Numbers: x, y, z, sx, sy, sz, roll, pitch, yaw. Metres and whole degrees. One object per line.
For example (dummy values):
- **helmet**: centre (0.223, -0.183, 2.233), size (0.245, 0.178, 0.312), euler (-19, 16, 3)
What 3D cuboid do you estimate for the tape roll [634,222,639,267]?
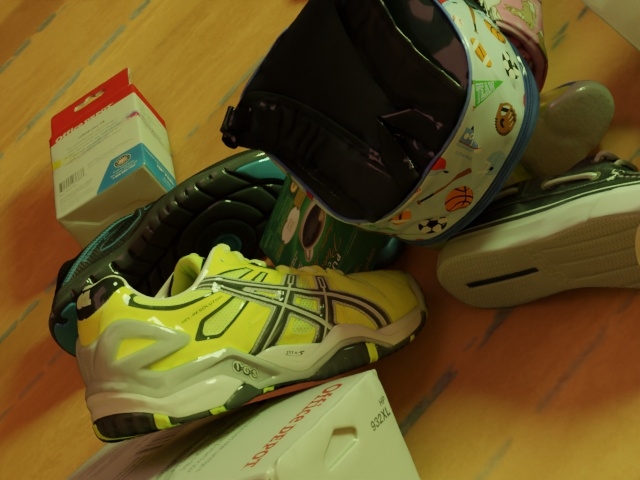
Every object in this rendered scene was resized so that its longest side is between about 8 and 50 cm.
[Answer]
- **tape roll**: centre (0.377, 0.024, 1.342), size (0.286, 0.286, 0.100), euler (8, 58, 48)

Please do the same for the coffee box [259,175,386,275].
- **coffee box**: centre (0.000, 0.000, 1.904), size (0.113, 0.040, 0.184), euler (-68, 29, 16)

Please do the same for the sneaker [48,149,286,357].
- **sneaker**: centre (-0.166, -0.012, 2.046), size (0.341, 0.125, 0.139), euler (-32, 30, 9)

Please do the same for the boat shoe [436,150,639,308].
- **boat shoe**: centre (0.246, -0.027, 1.662), size (0.335, 0.121, 0.119), euler (-10, 49, 40)

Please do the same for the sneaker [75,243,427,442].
- **sneaker**: centre (-0.052, 0.067, 1.684), size (0.385, 0.147, 0.145), euler (-15, -4, -43)

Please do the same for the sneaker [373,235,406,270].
- **sneaker**: centre (0.056, -0.029, 1.905), size (0.053, 0.059, 0.144), euler (-23, 39, 21)

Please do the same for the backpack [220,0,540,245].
- **backpack**: centre (0.074, -0.125, 1.719), size (0.276, 0.213, 0.263), euler (-58, 39, 22)

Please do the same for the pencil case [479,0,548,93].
- **pencil case**: centre (0.149, -0.283, 2.016), size (0.386, 0.167, 0.160), euler (-90, 19, -48)

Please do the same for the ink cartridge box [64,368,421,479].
- **ink cartridge box**: centre (-0.096, 0.242, 1.618), size (0.307, 0.129, 0.223), euler (-18, 10, 30)

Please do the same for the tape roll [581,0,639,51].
- **tape roll**: centre (0.331, -0.264, 1.709), size (0.169, 0.246, 0.246), euler (-50, 32, 14)

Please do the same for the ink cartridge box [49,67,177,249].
- **ink cartridge box**: centre (-0.258, -0.100, 2.270), size (0.134, 0.078, 0.231), euler (-32, 35, 13)

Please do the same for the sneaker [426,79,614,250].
- **sneaker**: centre (0.175, -0.098, 1.839), size (0.240, 0.091, 0.126), euler (-36, 34, 9)
